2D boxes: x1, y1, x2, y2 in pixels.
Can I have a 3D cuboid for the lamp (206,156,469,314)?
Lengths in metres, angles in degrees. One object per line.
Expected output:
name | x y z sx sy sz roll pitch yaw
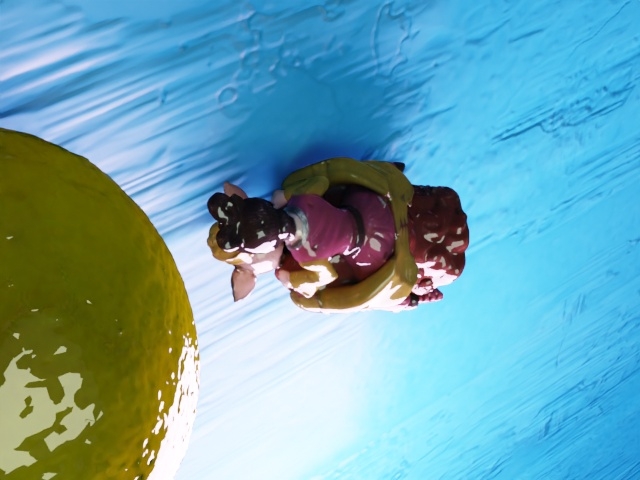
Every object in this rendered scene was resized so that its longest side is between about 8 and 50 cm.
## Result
lamp | 0.000 0.000 0.739 0.253 0.118 0.118 -3 123 -42

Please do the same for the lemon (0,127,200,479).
lemon | -0.179 0.073 0.545 0.236 0.236 0.263 -29 153 -21
